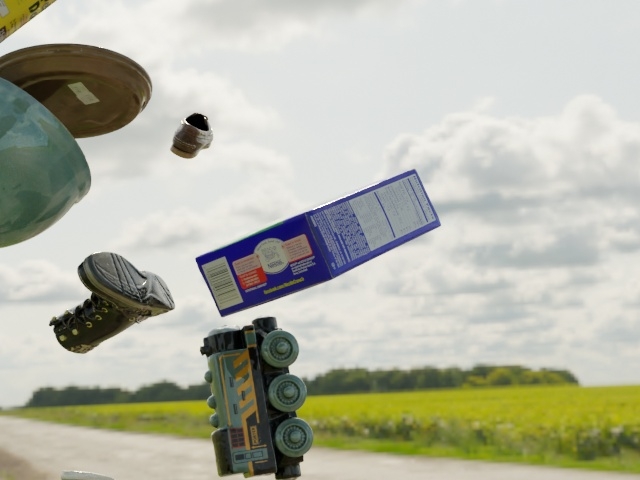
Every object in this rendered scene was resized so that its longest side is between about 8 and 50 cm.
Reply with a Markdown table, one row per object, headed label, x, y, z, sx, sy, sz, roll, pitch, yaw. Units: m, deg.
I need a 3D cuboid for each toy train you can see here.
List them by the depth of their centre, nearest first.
| label | x | y | z | sx | sy | sz | roll | pitch | yaw |
| --- | --- | --- | --- | --- | --- | --- | --- | --- | --- |
| toy train | -0.129 | 0.315 | 2.174 | 0.190 | 0.333 | 0.142 | -7 | -12 | -15 |

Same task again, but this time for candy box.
| label | x | y | z | sx | sy | sz | roll | pitch | yaw |
| --- | --- | --- | --- | --- | --- | --- | --- | --- | --- |
| candy box | 0.000 | 0.000 | 1.836 | 0.268 | 0.122 | 0.317 | -21 | 1 | 41 |

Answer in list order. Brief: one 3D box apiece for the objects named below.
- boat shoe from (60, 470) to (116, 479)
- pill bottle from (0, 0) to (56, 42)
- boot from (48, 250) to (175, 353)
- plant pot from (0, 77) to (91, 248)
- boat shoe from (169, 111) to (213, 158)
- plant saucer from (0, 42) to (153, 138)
| label | x | y | z | sx | sy | sz | roll | pitch | yaw |
| --- | --- | --- | --- | --- | --- | --- | --- | --- | --- |
| boat shoe | -0.378 | 0.434 | 1.862 | 0.066 | 0.063 | 0.184 | -1 | -26 | 19 |
| pill bottle | -0.381 | -0.338 | 1.380 | 0.215 | 0.117 | 0.117 | -45 | 11 | -23 |
| boot | -0.348 | 0.104 | 1.697 | 0.179 | 0.085 | 0.236 | -29 | -21 | 12 |
| plant pot | -0.539 | -0.097 | 1.733 | 0.293 | 0.196 | 0.293 | 23 | -33 | 16 |
| boat shoe | -0.251 | -0.222 | 2.233 | 0.073 | 0.073 | 0.207 | 20 | 17 | -5 |
| plant saucer | -0.414 | -0.235 | 1.805 | 0.278 | 0.041 | 0.278 | -5 | -22 | -2 |
